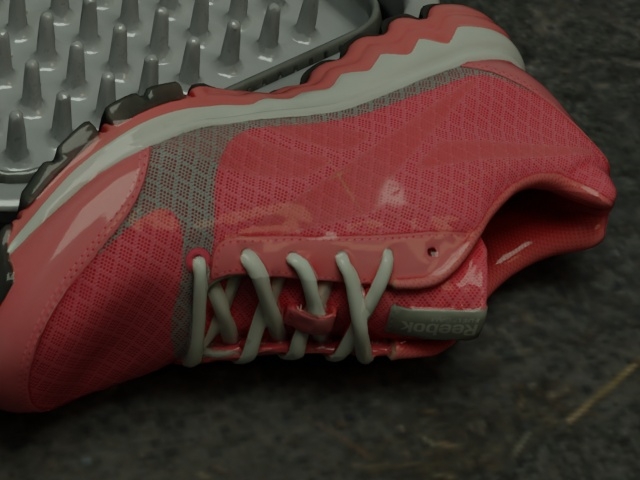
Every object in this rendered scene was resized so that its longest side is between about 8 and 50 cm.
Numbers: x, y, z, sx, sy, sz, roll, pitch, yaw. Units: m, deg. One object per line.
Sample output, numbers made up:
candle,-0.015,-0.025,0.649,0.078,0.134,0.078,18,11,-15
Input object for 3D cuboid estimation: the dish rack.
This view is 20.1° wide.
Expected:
dish rack,-0.138,-0.131,0.890,0.285,0.072,0.333,-27,54,-32

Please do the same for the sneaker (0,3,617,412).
sneaker,0.000,-0.001,0.749,0.314,0.116,0.136,-27,56,-31
